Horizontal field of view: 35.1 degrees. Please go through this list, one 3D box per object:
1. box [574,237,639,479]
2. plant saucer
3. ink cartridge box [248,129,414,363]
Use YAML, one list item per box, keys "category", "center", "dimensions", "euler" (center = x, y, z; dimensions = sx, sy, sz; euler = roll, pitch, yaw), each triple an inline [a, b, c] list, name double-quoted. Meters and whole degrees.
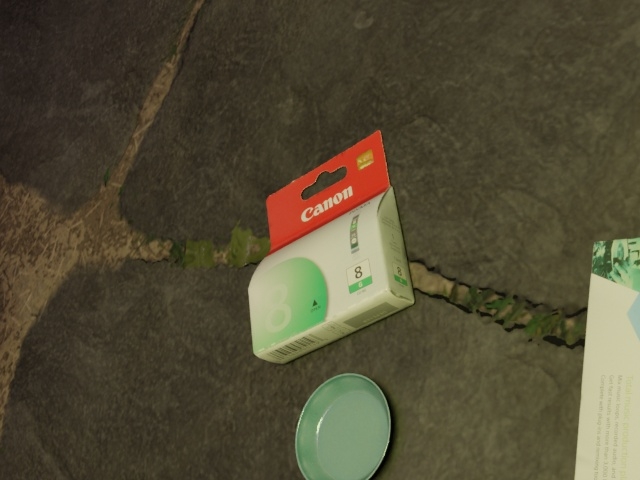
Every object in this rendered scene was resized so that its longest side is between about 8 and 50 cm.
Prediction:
- category: "box"
  center: [0.344, 0.102, 0.722]
  dimensions: [0.322, 0.058, 0.232]
  euler: [-7, 66, 39]
- category: "plant saucer"
  center: [0.026, 0.191, 0.996]
  dimensions: [0.119, 0.021, 0.119]
  euler: [-20, 59, 35]
- category: "ink cartridge box"
  center: [0.000, 0.000, 1.094]
  dimensions: [0.181, 0.056, 0.225]
  euler: [-28, 55, 30]
